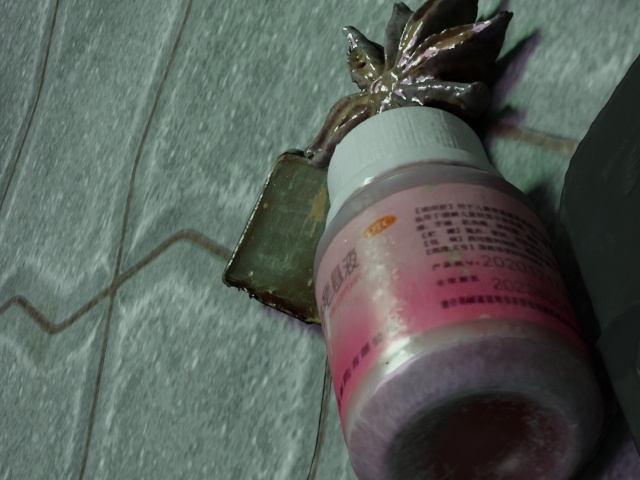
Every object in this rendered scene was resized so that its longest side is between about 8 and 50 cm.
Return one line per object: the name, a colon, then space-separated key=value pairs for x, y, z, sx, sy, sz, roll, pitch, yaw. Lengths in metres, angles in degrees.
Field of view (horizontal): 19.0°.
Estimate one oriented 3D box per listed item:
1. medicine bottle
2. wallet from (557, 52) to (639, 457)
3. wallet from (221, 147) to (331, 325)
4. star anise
medicine bottle: x=0.069 y=0.034 z=1.083 sx=0.147 sy=0.147 sz=0.247 roll=-57 pitch=27 yaw=31
wallet: x=0.203 y=0.020 z=0.910 sx=0.197 sy=0.051 sz=0.377 roll=-56 pitch=26 yaw=32
wallet: x=0.000 y=0.000 z=1.404 sx=0.232 sy=0.031 sz=0.122 roll=21 pitch=88 yaw=65
star anise: x=0.060 y=-0.086 z=1.276 sx=0.195 sy=0.065 sz=0.182 roll=-23 pitch=48 yaw=41
